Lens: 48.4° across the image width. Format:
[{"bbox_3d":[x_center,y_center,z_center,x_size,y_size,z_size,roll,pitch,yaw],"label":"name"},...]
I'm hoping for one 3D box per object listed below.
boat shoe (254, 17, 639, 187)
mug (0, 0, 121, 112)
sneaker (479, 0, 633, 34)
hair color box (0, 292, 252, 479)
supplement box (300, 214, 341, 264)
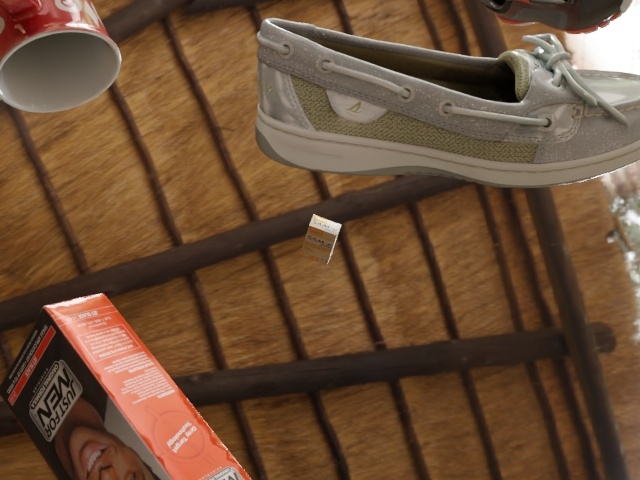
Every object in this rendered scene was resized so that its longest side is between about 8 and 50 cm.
[{"bbox_3d":[0.110,-0.112,0.541,0.118,0.320,0.103,-87,0,-56],"label":"boat shoe"},{"bbox_3d":[-0.261,-0.230,0.650,0.113,0.150,0.169,-14,-112,-31],"label":"mug"},{"bbox_3d":[0.198,-0.217,0.625,0.065,0.158,0.061,6,-84,-35],"label":"sneaker"},{"bbox_3d":[-0.105,0.104,0.376,0.141,0.072,0.043,45,-153,18],"label":"hair color box"},{"bbox_3d":[0.000,0.000,1.470,0.062,0.098,0.036,20,-133,3],"label":"supplement box"}]
